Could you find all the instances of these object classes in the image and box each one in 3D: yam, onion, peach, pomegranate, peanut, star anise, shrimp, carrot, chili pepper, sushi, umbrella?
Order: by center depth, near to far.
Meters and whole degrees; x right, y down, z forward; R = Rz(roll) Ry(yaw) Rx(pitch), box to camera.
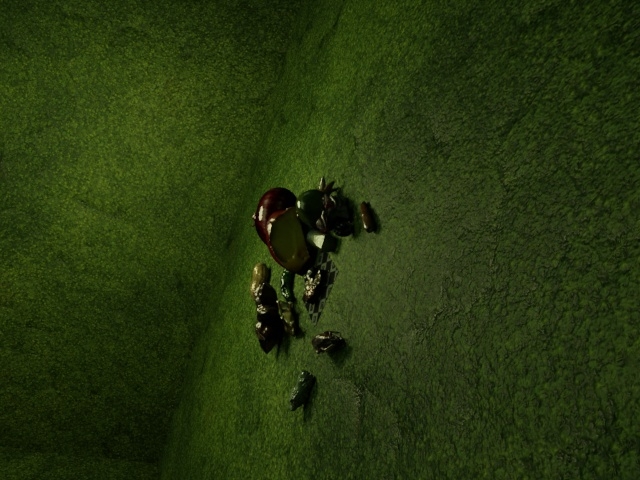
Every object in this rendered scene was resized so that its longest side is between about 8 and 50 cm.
[{"bbox_3d":[0.022,0.316,1.647,0.190,0.073,0.074,134,142,-61],"label":"shrimp"},{"bbox_3d":[0.145,-0.079,1.672,0.165,0.036,0.035,-97,30,-51],"label":"carrot"},{"bbox_3d":[-0.067,0.501,1.750,0.062,0.067,0.143,28,95,28],"label":"umbrella"},{"bbox_3d":[-0.026,0.160,1.917,0.219,0.047,0.231,-123,51,-64],"label":"sushi"},{"bbox_3d":[0.000,0.000,1.940,0.169,0.068,0.068,-153,79,-71],"label":"yam"},{"bbox_3d":[-0.011,-0.143,1.973,0.191,0.131,0.152,-65,-21,-17],"label":"pomegranate"},{"bbox_3d":[-0.127,0.012,2.073,0.154,0.159,0.267,-117,8,-84],"label":"peach"},{"bbox_3d":[-0.223,0.304,2.177,0.315,0.108,0.315,173,90,-82],"label":"star anise"},{"bbox_3d":[-0.138,0.194,2.183,0.073,0.050,0.182,-48,34,32],"label":"chili pepper"},{"bbox_3d":[-0.205,-0.092,2.262,0.273,0.285,0.272,1,-90,-69],"label":"onion"},{"bbox_3d":[-0.294,0.200,2.548,0.089,0.089,0.192,169,111,-68],"label":"peanut"}]

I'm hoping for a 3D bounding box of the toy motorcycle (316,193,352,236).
[{"bbox_3d":[0.041,-0.087,1.827,0.213,0.123,0.082,-96,16,-48],"label":"toy motorcycle"}]

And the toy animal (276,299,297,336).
[{"bbox_3d":[-0.122,0.297,2.034,0.241,0.057,0.099,-116,9,-53],"label":"toy animal"}]
